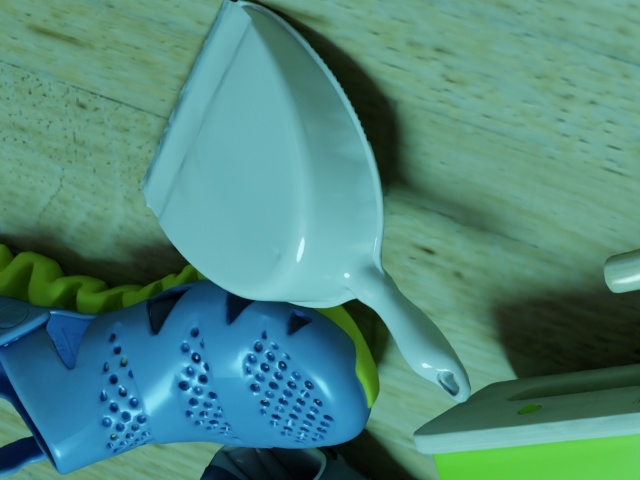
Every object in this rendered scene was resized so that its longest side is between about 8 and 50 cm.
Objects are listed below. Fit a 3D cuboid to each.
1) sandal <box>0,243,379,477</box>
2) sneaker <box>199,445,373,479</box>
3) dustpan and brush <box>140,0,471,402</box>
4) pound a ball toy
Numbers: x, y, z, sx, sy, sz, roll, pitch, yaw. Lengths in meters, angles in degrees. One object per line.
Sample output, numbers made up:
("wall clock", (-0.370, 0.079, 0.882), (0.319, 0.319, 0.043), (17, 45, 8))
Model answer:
("sandal", (-0.115, 0.086, 0.937), (0.317, 0.138, 0.126), (-1, 125, 31))
("sneaker", (-0.030, 0.203, 1.014), (0.163, 0.086, 0.226), (36, 130, -17))
("dustpan and brush", (0.000, 0.000, 0.805), (0.211, 0.060, 0.147), (57, 136, 31))
("pound a ball toy", (0.202, 0.075, 0.752), (0.319, 0.135, 0.208), (-13, 94, 40))
